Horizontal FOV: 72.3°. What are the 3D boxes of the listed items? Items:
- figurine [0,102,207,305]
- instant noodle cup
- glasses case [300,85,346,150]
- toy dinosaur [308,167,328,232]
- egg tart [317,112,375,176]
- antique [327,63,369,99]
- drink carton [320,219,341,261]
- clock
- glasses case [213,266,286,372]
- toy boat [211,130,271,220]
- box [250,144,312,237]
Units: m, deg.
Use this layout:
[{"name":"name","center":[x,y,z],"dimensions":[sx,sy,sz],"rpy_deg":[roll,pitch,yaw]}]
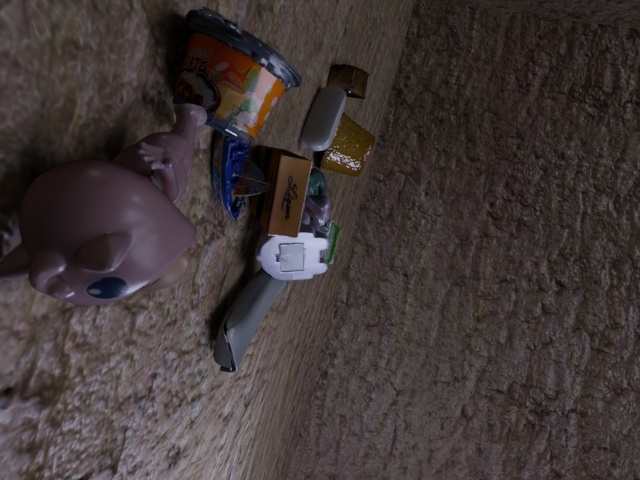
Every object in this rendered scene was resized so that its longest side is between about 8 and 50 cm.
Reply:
[{"name":"figurine","center":[-0.200,-0.034,0.501],"dimensions":[0.288,0.176,0.186],"rpy_deg":[-85,155,-53]},{"name":"instant noodle cup","center":[-0.133,-0.220,0.631],"dimensions":[0.126,0.177,0.208],"rpy_deg":[-62,151,5]},{"name":"glasses case","center":[0.011,-0.367,1.309],"dimensions":[0.059,0.092,0.234],"rpy_deg":[78,27,-63]},{"name":"toy dinosaur","center":[-0.020,-0.197,1.412],"dimensions":[0.384,0.129,0.331],"rpy_deg":[86,10,-54]},{"name":"egg tart","center":[0.088,-0.325,1.530],"dimensions":[0.215,0.170,0.215],"rpy_deg":[24,90,-90]},{"name":"antique","center":[0.103,-0.558,1.542],"dimensions":[0.310,0.087,0.094],"rpy_deg":[-43,144,-69]},{"name":"drink carton","center":[0.000,0.000,1.657],"dimensions":[0.271,0.108,0.161],"rpy_deg":[24,80,-79]},{"name":"clock","center":[-0.063,-0.048,1.113],"dimensions":[0.189,0.188,0.254],"rpy_deg":[92,-1,-47]},{"name":"glasses case","center":[-0.177,0.161,1.055],"dimensions":[0.308,0.083,0.128],"rpy_deg":[-61,155,-53]},{"name":"toy boat","center":[-0.143,-0.114,0.809],"dimensions":[0.091,0.110,0.175],"rpy_deg":[-46,150,-62]},{"name":"box","center":[-0.090,-0.111,0.911],"dimensions":[0.237,0.070,0.152],"rpy_deg":[-132,-128,-68]}]
